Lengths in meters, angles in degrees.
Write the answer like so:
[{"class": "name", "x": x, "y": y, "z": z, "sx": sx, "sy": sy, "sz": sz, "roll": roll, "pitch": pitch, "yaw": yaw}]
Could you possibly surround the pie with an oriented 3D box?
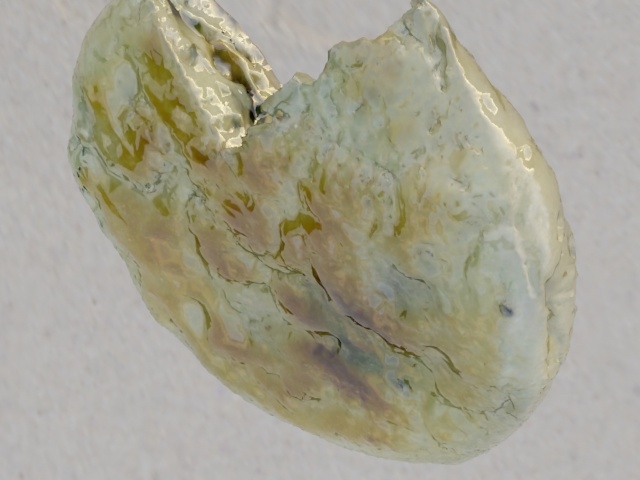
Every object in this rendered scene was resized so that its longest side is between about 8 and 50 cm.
[{"class": "pie", "x": 0.000, "y": 0.000, "z": 1.020, "sx": 0.075, "sy": 0.337, "sz": 0.337, "roll": -40, "pitch": 135, "yaw": -37}]
